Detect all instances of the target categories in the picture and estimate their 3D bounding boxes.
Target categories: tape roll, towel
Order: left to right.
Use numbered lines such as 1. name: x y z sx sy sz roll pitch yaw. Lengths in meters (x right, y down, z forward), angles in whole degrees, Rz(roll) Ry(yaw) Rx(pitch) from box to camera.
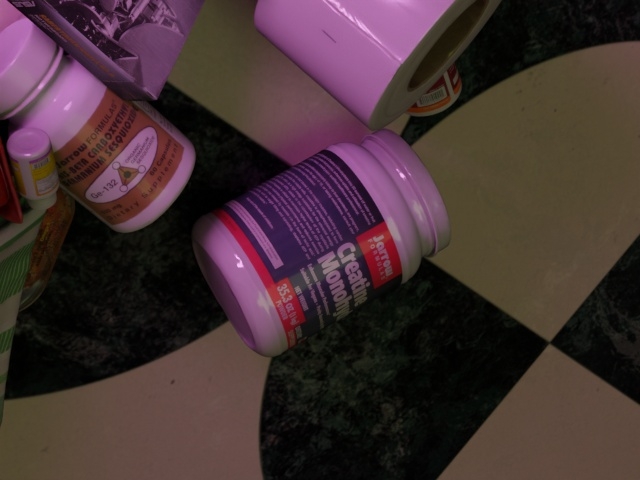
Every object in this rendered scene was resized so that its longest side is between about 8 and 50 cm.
1. towel: -0.377 0.130 1.394 0.248 0.038 0.325 -54 163 -61
2. tape roll: 0.072 -0.260 1.389 0.246 0.169 0.246 -47 172 -9

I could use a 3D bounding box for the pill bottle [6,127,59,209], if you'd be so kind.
1. pill bottle: -0.285 -0.070 1.316 0.043 0.043 0.083 -22 142 -19

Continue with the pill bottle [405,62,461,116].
1. pill bottle: 0.112 -0.230 1.583 0.086 0.086 0.152 -33 131 -10

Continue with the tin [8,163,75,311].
1. tin: -0.346 -0.002 1.476 0.106 0.040 0.190 9 114 -41

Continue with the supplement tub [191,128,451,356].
1. supplement tub: 0.000 0.000 1.591 0.272 0.191 0.191 -29 131 -13

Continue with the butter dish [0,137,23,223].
1. butter dish: -0.389 -0.081 1.299 0.118 0.160 0.160 -36 135 -34

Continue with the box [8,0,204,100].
1. box: -0.191 -0.282 1.307 0.183 0.056 0.231 42 63 -42

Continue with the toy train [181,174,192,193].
1. toy train: -0.218 -0.077 1.513 0.158 0.027 0.036 2 114 -34

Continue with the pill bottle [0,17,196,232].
1. pill bottle: -0.252 -0.122 1.386 0.131 0.131 0.229 -47 122 2
